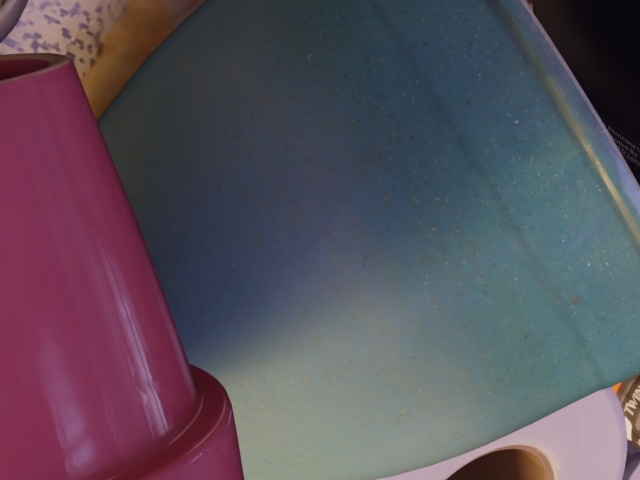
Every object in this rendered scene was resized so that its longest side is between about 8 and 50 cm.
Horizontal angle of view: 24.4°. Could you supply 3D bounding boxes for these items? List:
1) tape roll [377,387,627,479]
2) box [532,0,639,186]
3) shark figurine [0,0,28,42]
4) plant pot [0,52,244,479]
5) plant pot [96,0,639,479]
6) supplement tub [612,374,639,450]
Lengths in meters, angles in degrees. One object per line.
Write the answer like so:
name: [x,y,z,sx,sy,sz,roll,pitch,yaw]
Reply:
tape roll: [0.042,0.137,0.907,0.246,0.169,0.246,-22,130,-29]
box: [0.276,-0.198,0.836,0.296,0.183,0.294,-36,140,-13]
shark figurine: [-0.148,-0.134,0.535,0.116,0.278,0.166,28,141,-14]
plant pot: [-0.135,0.034,0.516,0.201,0.201,0.180,-16,107,-33]
plant pot: [0.000,0.000,0.704,0.255,0.272,0.271,-32,143,4]
supplement tub: [0.278,0.124,1.115,0.106,0.198,0.106,-26,137,-26]
